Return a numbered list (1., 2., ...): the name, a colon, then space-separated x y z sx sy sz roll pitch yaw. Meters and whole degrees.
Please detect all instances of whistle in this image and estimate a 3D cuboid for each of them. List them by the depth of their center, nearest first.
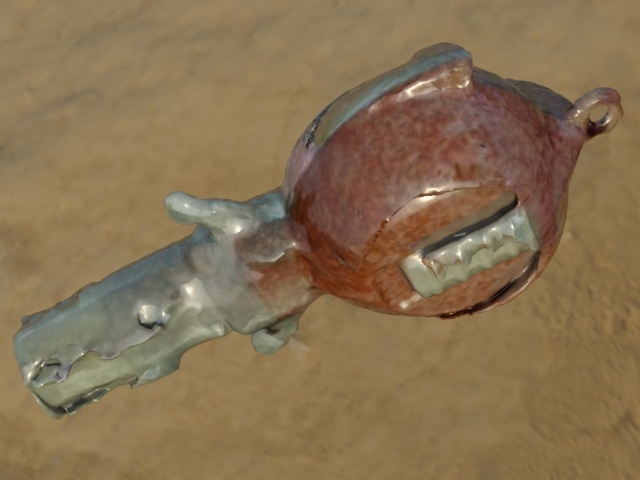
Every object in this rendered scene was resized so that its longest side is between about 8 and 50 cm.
1. whistle: 0.000 0.000 0.790 0.346 0.142 0.133 -26 66 7
